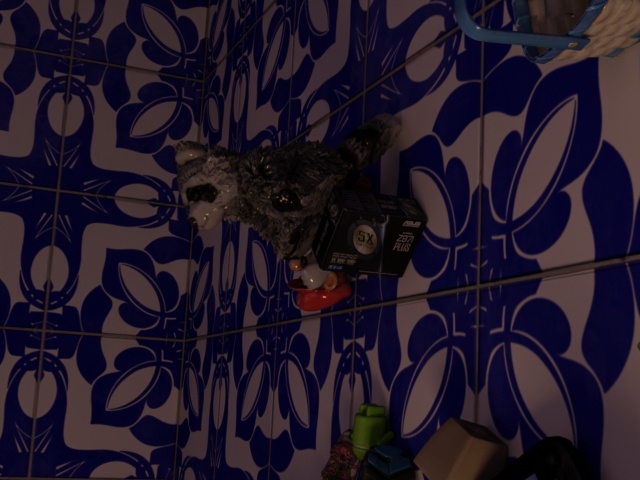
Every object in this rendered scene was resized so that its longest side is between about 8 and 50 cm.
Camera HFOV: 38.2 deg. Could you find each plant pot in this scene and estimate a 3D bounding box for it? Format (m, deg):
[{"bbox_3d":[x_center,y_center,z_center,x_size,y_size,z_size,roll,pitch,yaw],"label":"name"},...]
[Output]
[{"bbox_3d":[0.230,0.341,1.452,0.096,0.109,0.109,-66,24,8],"label":"plant pot"}]

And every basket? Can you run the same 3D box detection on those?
[{"bbox_3d":[0.303,-0.357,1.219,0.201,0.289,0.254,139,135,-60],"label":"basket"}]

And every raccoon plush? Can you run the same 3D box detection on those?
[{"bbox_3d":[-0.084,-0.151,1.866,0.299,0.446,0.216,33,137,19],"label":"raccoon plush"}]

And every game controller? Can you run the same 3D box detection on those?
[{"bbox_3d":[0.279,0.414,1.307,0.319,0.067,0.166,-54,33,39],"label":"game controller"}]

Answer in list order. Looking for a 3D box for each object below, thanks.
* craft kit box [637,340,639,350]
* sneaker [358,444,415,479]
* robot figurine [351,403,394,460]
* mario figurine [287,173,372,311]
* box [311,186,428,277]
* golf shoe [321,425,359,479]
[{"bbox_3d":[0.472,0.112,0.978,0.246,0.061,0.250,-112,36,-47],"label":"craft kit box"},{"bbox_3d":[0.118,0.531,1.627,0.341,0.125,0.139,-80,0,-52],"label":"sneaker"},{"bbox_3d":[0.097,0.379,1.810,0.101,0.067,0.115,0,83,56],"label":"robot figurine"},{"bbox_3d":[0.000,0.000,2.005,0.170,0.198,0.320,25,103,32],"label":"mario figurine"},{"bbox_3d":[0.093,-0.013,1.786,0.077,0.180,0.147,-112,36,-50],"label":"box"},{"bbox_3d":[0.054,0.455,1.920,0.086,0.067,0.186,-50,-16,-40],"label":"golf shoe"}]
